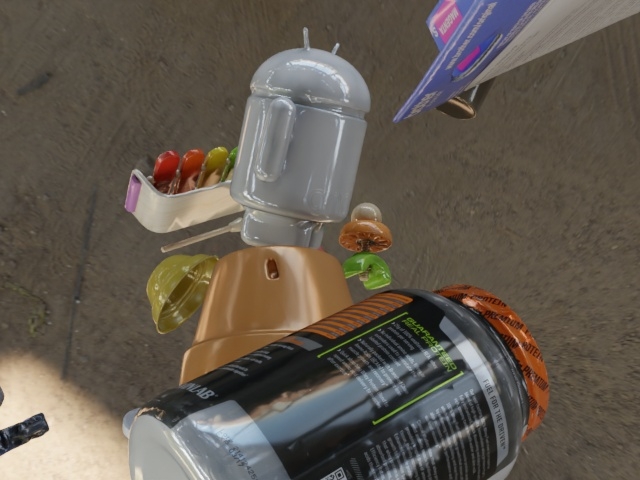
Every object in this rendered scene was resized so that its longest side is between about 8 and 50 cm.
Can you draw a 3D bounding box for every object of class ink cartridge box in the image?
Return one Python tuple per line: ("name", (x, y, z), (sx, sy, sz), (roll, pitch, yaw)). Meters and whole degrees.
("ink cartridge box", (0.182, -0.173, 0.457), (0.311, 0.186, 0.065), (-28, 86, -10))

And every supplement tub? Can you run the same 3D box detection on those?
("supplement tub", (0.016, 0.095, 0.400), (0.190, 0.117, 0.117), (-21, 77, -33))

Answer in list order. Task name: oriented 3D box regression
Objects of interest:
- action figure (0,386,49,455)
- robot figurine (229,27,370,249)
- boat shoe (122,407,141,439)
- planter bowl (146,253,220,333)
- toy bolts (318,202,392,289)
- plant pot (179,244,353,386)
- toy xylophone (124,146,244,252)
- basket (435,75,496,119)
("action figure", (-0.495, 0.217, 0.998), (0.330, 0.341, 0.179), (-37, 77, 44))
("robot figurine", (-0.032, -0.157, 1.349), (0.199, 0.300, 0.354), (13, 97, 12))
("boat shoe", (-0.199, 0.343, 1.350), (0.258, 0.095, 0.084), (15, 115, -4))
("planter bowl", (-0.333, 0.100, 1.897), (0.090, 0.217, 0.217), (35, 89, 14))
("toy bolts", (0.000, 0.000, 1.573), (0.218, 0.228, 0.159), (-22, 58, 42))
("plant pot", (-0.061, 0.135, 1.243), (0.290, 0.291, 0.204), (-4, 69, 8))
("toy xylophone", (-0.212, -0.087, 1.555), (0.322, 0.236, 0.081), (-14, 64, -37))
("basket", (0.345, -0.410, 1.919), (0.154, 0.204, 0.227), (21, 78, 20))
